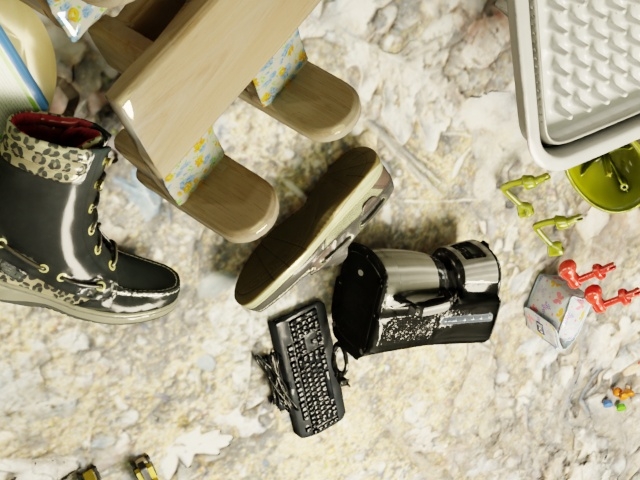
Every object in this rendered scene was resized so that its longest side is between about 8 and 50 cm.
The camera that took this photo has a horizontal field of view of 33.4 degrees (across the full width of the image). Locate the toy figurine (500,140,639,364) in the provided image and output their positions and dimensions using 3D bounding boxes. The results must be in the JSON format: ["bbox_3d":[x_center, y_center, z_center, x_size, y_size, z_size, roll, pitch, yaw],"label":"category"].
[{"bbox_3d":[0.415,-0.042,1.379,0.191,0.217,0.362,-30,112,39],"label":"toy figurine"}]

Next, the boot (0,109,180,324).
[{"bbox_3d":[-0.218,-0.017,1.018,0.236,0.085,0.178,12,119,-31],"label":"boot"}]

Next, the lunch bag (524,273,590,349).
[{"bbox_3d":[0.312,0.096,1.420,0.053,0.071,0.083,3,114,-33],"label":"lunch bag"}]

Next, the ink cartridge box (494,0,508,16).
[{"bbox_3d":[0.310,-0.299,1.194,0.140,0.082,0.190,29,98,-38],"label":"ink cartridge box"}]

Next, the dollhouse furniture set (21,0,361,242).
[{"bbox_3d":[0.002,-0.209,0.871,0.394,0.256,0.362,-51,156,-15],"label":"dollhouse furniture set"}]

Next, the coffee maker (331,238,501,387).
[{"bbox_3d":[0.110,0.079,1.279,0.178,0.120,0.171,-1,139,-29],"label":"coffee maker"}]

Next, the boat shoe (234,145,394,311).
[{"bbox_3d":[0.000,-0.001,1.176,0.223,0.080,0.073,-49,124,-4],"label":"boat shoe"}]

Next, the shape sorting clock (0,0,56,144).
[{"bbox_3d":[-0.330,-0.136,0.928,0.206,0.040,0.206,-24,132,-29],"label":"shape sorting clock"}]

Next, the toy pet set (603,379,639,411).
[{"bbox_3d":[0.503,0.213,1.622,0.122,0.065,0.114,18,140,-33],"label":"toy pet set"}]

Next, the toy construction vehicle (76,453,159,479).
[{"bbox_3d":[-0.225,0.294,1.233,0.086,0.035,0.098,-25,126,-17],"label":"toy construction vehicle"}]

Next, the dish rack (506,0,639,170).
[{"bbox_3d":[0.308,-0.261,1.117,0.285,0.072,0.333,-23,124,-16],"label":"dish rack"}]

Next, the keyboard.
[{"bbox_3d":[-0.018,0.170,1.287,0.100,0.038,0.192,-24,125,-18],"label":"keyboard"}]
